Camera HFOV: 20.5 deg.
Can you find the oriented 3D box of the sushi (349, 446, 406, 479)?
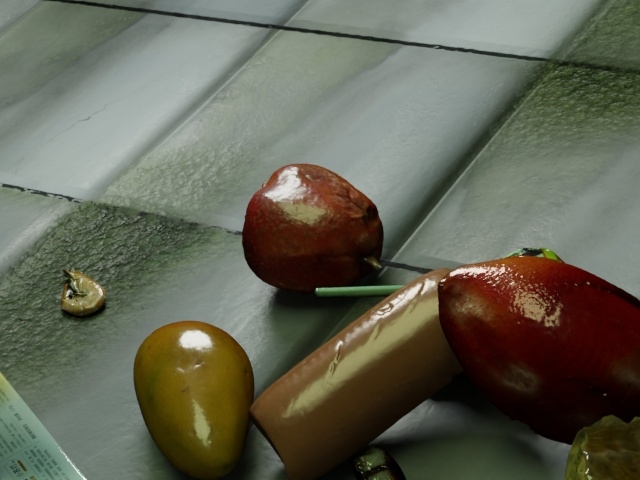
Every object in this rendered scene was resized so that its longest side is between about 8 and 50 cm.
[{"bbox_3d":[0.065,0.253,1.922,0.046,0.044,0.083,-22,37,-9],"label":"sushi"}]

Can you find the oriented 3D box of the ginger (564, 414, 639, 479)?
[{"bbox_3d":[0.340,0.274,1.728,0.221,0.130,0.276,8,38,13],"label":"ginger"}]

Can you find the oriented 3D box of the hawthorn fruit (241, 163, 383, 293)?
[{"bbox_3d":[-0.010,-0.007,2.233,0.179,0.173,0.173,15,37,-3],"label":"hawthorn fruit"}]

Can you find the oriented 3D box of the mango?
[{"bbox_3d":[-0.139,0.180,2.038,0.138,0.113,0.253,-19,37,-6],"label":"mango"}]

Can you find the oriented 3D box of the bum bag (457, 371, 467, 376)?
[{"bbox_3d":[0.193,0.122,2.045,0.232,0.060,0.107,1,32,31],"label":"bum bag"}]

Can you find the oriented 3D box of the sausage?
[{"bbox_3d":[0.064,0.145,1.967,0.304,0.121,0.121,-36,38,-7],"label":"sausage"}]

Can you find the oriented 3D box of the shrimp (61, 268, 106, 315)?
[{"bbox_3d":[-0.325,0.069,2.343,0.059,0.023,0.108,-40,41,-19],"label":"shrimp"}]

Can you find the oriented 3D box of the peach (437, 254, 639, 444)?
[{"bbox_3d":[0.251,0.111,1.862,0.154,0.267,0.159,-39,20,47],"label":"peach"}]

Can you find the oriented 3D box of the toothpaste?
[{"bbox_3d":[-0.362,0.241,2.074,0.089,0.071,0.313,-26,36,-20],"label":"toothpaste"}]

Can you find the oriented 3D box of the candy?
[{"bbox_3d":[0.145,0.055,2.092,0.305,0.083,0.091,-2,-7,-6],"label":"candy"}]
